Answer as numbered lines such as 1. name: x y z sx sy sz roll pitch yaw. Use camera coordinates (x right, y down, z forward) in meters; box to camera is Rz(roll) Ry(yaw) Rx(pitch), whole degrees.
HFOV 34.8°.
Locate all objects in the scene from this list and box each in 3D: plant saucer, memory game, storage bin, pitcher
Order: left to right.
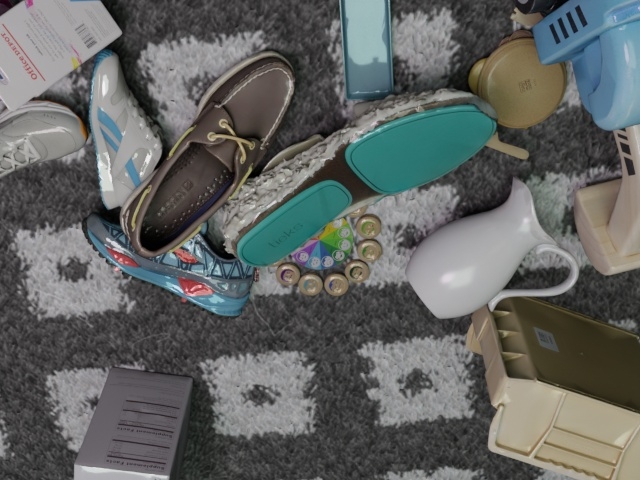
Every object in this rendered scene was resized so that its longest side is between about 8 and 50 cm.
1. memory game: 0.000 0.000 1.487 0.186 0.012 0.186 1 116 2
2. plant saucer: 0.060 -0.280 1.348 0.067 0.018 0.192 -3 115 3
3. pitcher: 0.241 0.038 1.431 0.207 0.125 0.178 -36 94 9
4. storage bin: 0.343 0.205 1.436 0.260 0.262 0.123 18 114 -7

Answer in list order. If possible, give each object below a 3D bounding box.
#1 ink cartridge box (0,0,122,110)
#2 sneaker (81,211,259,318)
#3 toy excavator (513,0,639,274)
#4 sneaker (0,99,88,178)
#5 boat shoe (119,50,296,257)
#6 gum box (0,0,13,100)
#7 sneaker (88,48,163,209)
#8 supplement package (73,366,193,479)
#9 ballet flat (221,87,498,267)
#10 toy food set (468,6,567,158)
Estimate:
1. ink cartridge box: -0.358 -0.253 1.297 0.181 0.061 0.104 -42 112 -21
2. sneaker: -0.210 0.006 1.465 0.262 0.104 0.125 26 96 -15
3. toy excavator: 0.380 -0.181 1.237 0.222 0.433 0.445 -12 89 -8
4. sneaker: -0.441 -0.108 1.378 0.262 0.121 0.099 -9 136 9
5. boat shoe: -0.140 -0.111 1.350 0.116 0.097 0.324 41 92 -23
6. gum box: -0.451 -0.270 1.343 0.107 0.062 0.188 -27 112 14
7. sneaker: -0.263 -0.152 1.389 0.092 0.087 0.229 -5 122 -3
8. supplement package: -0.275 0.317 1.518 0.133 0.244 0.139 8 115 -2
9. ballet flat: 0.031 -0.111 1.364 0.409 0.147 0.147 -28 112 15
10. toy food set: 0.265 -0.214 1.368 0.132 0.038 0.192 21 108 -16
